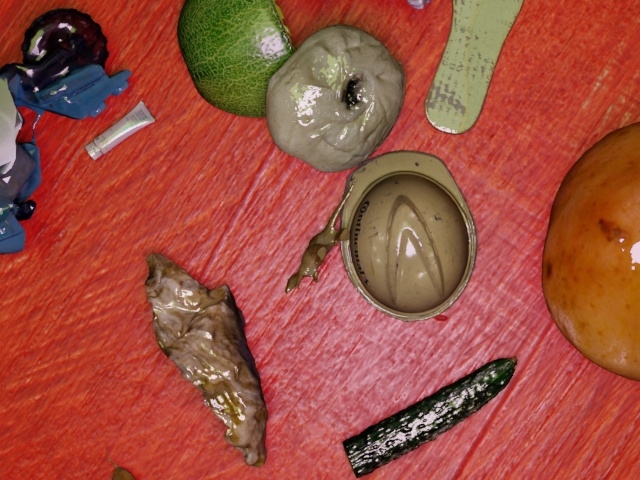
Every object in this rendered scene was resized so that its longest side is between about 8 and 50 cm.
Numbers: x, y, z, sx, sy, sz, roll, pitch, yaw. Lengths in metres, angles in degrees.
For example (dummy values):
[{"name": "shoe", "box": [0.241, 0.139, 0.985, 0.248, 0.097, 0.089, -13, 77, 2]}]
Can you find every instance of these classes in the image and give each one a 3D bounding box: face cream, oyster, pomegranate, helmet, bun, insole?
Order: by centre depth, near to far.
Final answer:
[{"name": "pomegranate", "box": [0.488, 0.037, 1.765, 0.410, 0.410, 0.410, 0, 88, 4]}, {"name": "bun", "box": [0.028, -0.196, 1.865, 0.221, 0.108, 0.221, -16, 122, -27]}, {"name": "helmet", "box": [0.125, -0.010, 1.877, 0.204, 0.137, 0.258, -14, 87, 3]}, {"name": "oyster", "box": [-0.154, 0.164, 1.896, 0.110, 0.166, 0.341, -26, 70, 11]}, {"name": "insole", "box": [0.235, -0.329, 1.943, 0.119, 0.009, 0.349, 17, 89, 3]}, {"name": "face cream", "box": [-0.305, -0.165, 1.967, 0.115, 0.020, 0.038, -36, 86, 1]}]

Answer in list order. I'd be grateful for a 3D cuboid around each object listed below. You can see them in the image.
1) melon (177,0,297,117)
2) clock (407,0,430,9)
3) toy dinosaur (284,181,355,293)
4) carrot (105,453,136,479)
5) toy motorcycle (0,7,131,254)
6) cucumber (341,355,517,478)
[{"name": "melon", "box": [-0.130, -0.295, 1.909, 0.169, 0.129, 0.265, -24, 88, 6]}, {"name": "clock", "box": [0.043, -0.443, 1.886, 0.253, 0.189, 0.189, 5, 89, 10]}, {"name": "toy dinosaur", "box": [0.000, 0.000, 1.925, 0.039, 0.126, 0.162, 29, 62, -18]}, {"name": "carrot", "box": [-0.257, 0.452, 1.925, 0.078, 0.078, 0.298, -23, 83, 3]}, {"name": "toy motorcycle", "box": [-0.446, -0.143, 1.910, 0.416, 0.172, 0.232, -47, 109, -15]}, {"name": "cucumber", "box": [0.168, 0.256, 1.903, 0.293, 0.067, 0.068, -29, 87, 1]}]
